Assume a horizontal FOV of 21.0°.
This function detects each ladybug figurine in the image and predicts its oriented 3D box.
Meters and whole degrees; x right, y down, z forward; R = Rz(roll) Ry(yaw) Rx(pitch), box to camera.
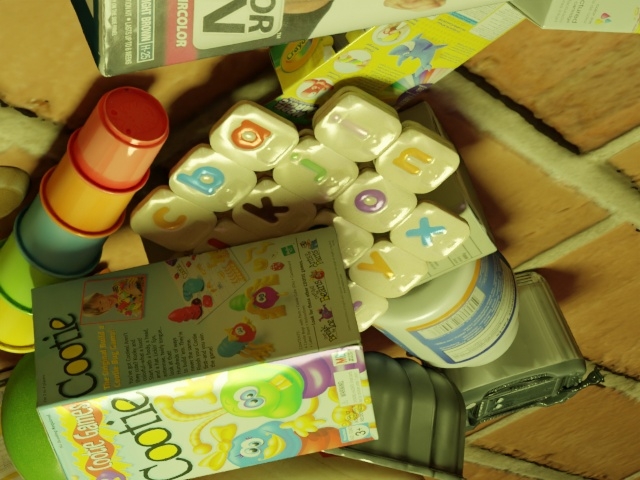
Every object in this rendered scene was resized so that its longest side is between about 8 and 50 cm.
[{"bbox_3d":[-0.025,0.348,2.359,0.305,0.161,0.449,-31,153,22],"label":"ladybug figurine"}]

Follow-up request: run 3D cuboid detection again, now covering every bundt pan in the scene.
[{"bbox_3d":[0.017,0.180,1.952,0.331,0.124,0.331,14,173,2],"label":"bundt pan"}]

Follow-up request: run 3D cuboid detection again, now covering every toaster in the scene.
[{"bbox_3d":[0.223,0.134,2.113,0.227,0.146,0.129,-16,157,-6],"label":"toaster"}]

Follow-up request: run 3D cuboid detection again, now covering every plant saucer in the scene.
[{"bbox_3d":[-0.292,-0.036,1.513,0.083,0.015,0.083,-16,156,-7],"label":"plant saucer"}]

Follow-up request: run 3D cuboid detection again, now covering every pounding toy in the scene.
[{"bbox_3d":[-0.230,0.206,1.782,0.183,0.236,0.110,19,162,-34],"label":"pounding toy"}]

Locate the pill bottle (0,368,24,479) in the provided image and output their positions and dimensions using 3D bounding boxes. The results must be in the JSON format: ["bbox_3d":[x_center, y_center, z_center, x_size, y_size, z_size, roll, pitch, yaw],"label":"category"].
[{"bbox_3d":[-0.315,0.238,1.872,0.103,0.184,0.103,-16,156,-7],"label":"pill bottle"}]

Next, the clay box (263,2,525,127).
[{"bbox_3d":[0.059,-0.170,1.453,0.222,0.053,0.127,-33,151,30],"label":"clay box"}]

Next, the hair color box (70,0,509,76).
[{"bbox_3d":[0.004,-0.234,1.172,0.347,0.105,0.174,-13,143,-16],"label":"hair color box"}]

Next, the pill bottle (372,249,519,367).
[{"bbox_3d":[0.127,0.051,1.859,0.152,0.152,0.272,-25,156,12],"label":"pill bottle"}]

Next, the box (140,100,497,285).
[{"bbox_3d":[0.000,0.000,1.685,0.311,0.121,0.148,-24,155,8],"label":"box"}]

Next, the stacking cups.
[{"bbox_3d":[-0.217,-0.021,1.529,0.096,0.096,0.316,-1,146,-36],"label":"stacking cups"}]

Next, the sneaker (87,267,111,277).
[{"bbox_3d":[-0.167,0.087,1.771,0.215,0.084,0.083,17,128,-37],"label":"sneaker"}]

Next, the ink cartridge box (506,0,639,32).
[{"bbox_3d":[0.243,-0.236,1.379,0.175,0.072,0.127,-3,124,-34],"label":"ink cartridge box"}]

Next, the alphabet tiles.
[{"bbox_3d":[-0.015,-0.016,1.536,0.278,0.021,0.284,26,125,-33],"label":"alphabet tiles"}]

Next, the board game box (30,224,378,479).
[{"bbox_3d":[-0.102,0.110,1.525,0.275,0.144,0.142,-11,136,-1],"label":"board game box"}]
